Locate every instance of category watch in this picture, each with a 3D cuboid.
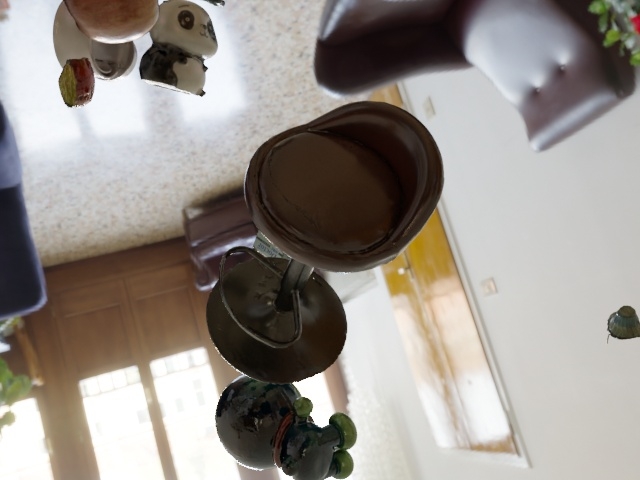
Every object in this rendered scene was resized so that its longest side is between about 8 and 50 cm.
[{"bbox_3d":[-0.601,-0.543,1.762,0.196,0.244,0.231,8,178,11],"label":"watch"}]

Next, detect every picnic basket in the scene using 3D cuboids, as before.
[{"bbox_3d":[0.577,0.165,1.291,0.065,0.083,0.083,-10,-147,9],"label":"picnic basket"}]

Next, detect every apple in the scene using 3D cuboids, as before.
[{"bbox_3d":[-0.415,-0.484,1.343,0.173,0.188,0.188,-22,171,-8],"label":"apple"}]

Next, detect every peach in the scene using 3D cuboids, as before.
[{"bbox_3d":[-0.382,-0.254,1.075,0.050,0.077,0.083,-18,132,-33],"label":"peach"}]

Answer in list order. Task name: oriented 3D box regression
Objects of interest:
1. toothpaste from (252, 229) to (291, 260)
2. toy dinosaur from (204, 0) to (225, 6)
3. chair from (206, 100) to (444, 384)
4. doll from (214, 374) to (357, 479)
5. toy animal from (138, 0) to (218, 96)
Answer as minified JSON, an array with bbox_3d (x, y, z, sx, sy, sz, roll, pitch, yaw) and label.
[{"bbox_3d":[0.000,0.000,1.421,0.312,0.089,0.071,-2,121,-51],"label":"toothpaste"},{"bbox_3d":[-0.487,-0.727,1.856,0.383,0.130,0.331,7,-161,-39],"label":"toy dinosaur"},{"bbox_3d":[-0.013,0.008,0.903,0.226,0.227,0.401,-12,150,-27],"label":"chair"},{"bbox_3d":[-0.090,0.376,1.374,0.321,0.199,0.186,16,-158,39],"label":"doll"},{"bbox_3d":[-0.363,-0.499,1.752,0.165,0.235,0.187,25,-170,31],"label":"toy animal"}]
